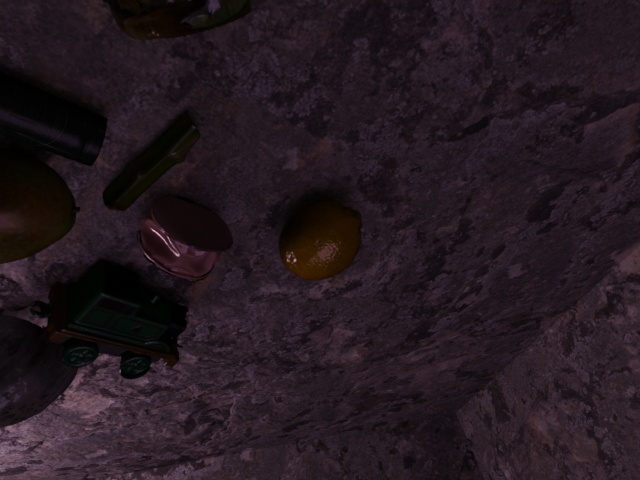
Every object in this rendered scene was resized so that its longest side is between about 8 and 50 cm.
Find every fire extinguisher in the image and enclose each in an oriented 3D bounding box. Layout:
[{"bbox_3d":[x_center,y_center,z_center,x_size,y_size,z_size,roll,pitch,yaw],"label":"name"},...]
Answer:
[{"bbox_3d":[-0.515,-0.227,0.744,0.311,0.095,0.114,18,85,-39],"label":"fire extinguisher"}]

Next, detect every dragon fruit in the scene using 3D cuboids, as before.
[{"bbox_3d":[-0.783,0.345,1.166,0.204,0.221,0.283,-16,124,30],"label":"dragon fruit"}]

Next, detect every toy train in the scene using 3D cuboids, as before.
[{"bbox_3d":[-0.517,0.205,1.212,0.249,0.178,0.429,-45,135,15],"label":"toy train"}]

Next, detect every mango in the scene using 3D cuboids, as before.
[{"bbox_3d":[-0.642,-0.056,0.819,0.382,0.201,0.225,-4,164,-2],"label":"mango"}]

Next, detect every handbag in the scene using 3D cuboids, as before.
[{"bbox_3d":[-0.303,-0.005,1.028,0.205,0.179,0.116,21,121,-40],"label":"handbag"}]

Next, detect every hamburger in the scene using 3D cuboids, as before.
[{"bbox_3d":[-0.181,-0.380,0.619,0.288,0.192,0.167,-16,132,-3],"label":"hamburger"}]

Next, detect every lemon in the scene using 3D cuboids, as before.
[{"bbox_3d":[0.000,0.000,1.138,0.188,0.188,0.257,21,130,-39],"label":"lemon"}]

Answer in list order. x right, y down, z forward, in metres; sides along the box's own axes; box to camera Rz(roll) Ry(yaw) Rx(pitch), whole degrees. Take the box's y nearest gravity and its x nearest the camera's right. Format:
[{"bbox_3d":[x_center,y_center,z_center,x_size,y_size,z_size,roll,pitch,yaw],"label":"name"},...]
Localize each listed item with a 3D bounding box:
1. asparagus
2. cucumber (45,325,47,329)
[{"bbox_3d":[-0.336,-0.155,0.926,0.278,0.060,0.067,-34,120,20],"label":"asparagus"},{"bbox_3d":[-0.758,0.319,1.327,0.072,0.072,0.300,1,136,-23],"label":"cucumber"}]
